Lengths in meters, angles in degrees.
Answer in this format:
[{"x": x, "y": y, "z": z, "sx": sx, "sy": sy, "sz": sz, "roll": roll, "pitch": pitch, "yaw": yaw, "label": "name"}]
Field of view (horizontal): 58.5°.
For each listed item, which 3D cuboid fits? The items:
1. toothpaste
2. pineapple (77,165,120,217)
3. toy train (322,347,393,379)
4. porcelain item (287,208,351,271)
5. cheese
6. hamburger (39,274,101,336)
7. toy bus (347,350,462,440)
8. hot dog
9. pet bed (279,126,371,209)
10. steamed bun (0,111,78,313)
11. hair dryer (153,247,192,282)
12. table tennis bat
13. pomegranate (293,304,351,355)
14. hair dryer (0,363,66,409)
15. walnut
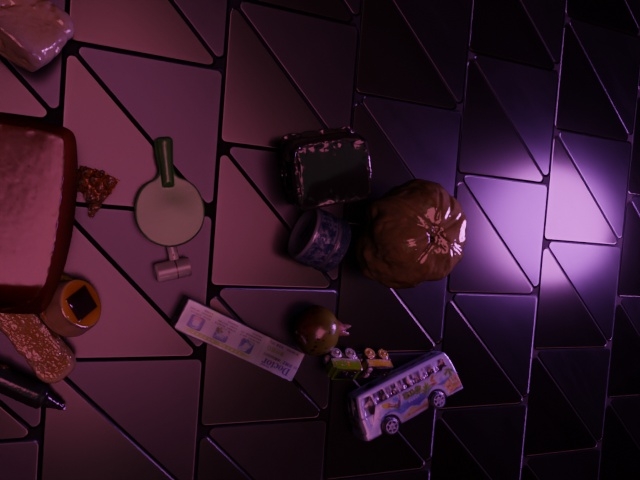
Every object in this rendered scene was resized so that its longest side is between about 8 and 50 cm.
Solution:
[{"x": -0.201, "y": 0.245, "z": 1.416, "sx": 0.336, "sy": 0.067, "sz": 0.081, "roll": 30, "pitch": 82, "yaw": -23, "label": "toothpaste"}, {"x": -0.497, "y": -0.107, "z": 1.275, "sx": 0.114, "sy": 0.077, "sz": 0.114, "roll": 19, "pitch": 98, "yaw": 11, "label": "pineapple"}, {"x": 0.104, "y": 0.334, "z": 1.538, "sx": 0.202, "sy": 0.081, "sz": 0.060, "roll": 6, "pitch": 130, "yaw": -24, "label": "toy train"}, {"x": 0.000, "y": 0.000, "z": 1.441, "sx": 0.114, "sy": 0.147, "sz": 0.147, "roll": 25, "pitch": 84, "yaw": -25, "label": "porcelain item"}, {"x": -0.645, "y": -0.461, "z": 1.142, "sx": 0.263, "sy": 0.093, "sz": 0.159, "roll": 38, "pitch": 47, "yaw": -23, "label": "cheese"}, {"x": -0.546, "y": 0.141, "z": 1.236, "sx": 0.081, "sy": 0.126, "sz": 0.141, "roll": -18, "pitch": 124, "yaw": 20, "label": "hamburger"}, {"x": 0.229, "y": 0.430, "z": 1.595, "sx": 0.329, "sy": 0.109, "sz": 0.136, "roll": -22, "pitch": 92, "yaw": -20, "label": "toy bus"}, {"x": -0.622, "y": 0.197, "z": 1.229, "sx": 0.084, "sy": 0.073, "sz": 0.242, "roll": -36, "pitch": 107, "yaw": -14, "label": "hot dog"}, {"x": 0.004, "y": -0.185, "z": 1.431, "sx": 0.210, "sy": 0.159, "sz": 0.183, "roll": -13, "pitch": 110, "yaw": -17, "label": "pet bed"}, {"x": -0.610, "y": -0.051, "z": 1.121, "sx": 0.235, "sy": 0.248, "sz": 0.379, "roll": 8, "pitch": 86, "yaw": -21, "label": "steamed bun"}, {"x": -0.357, "y": 0.025, "z": 1.348, "sx": 0.082, "sy": 0.047, "sz": 0.137, "roll": -11, "pitch": 93, "yaw": -21, "label": "hair dryer"}, {"x": -0.353, "y": -0.113, "z": 1.328, "sx": 0.160, "sy": 0.039, "sz": 0.257, "roll": -6, "pitch": 91, "yaw": -21, "label": "table tennis bat"}, {"x": 0.001, "y": 0.222, "z": 1.476, "sx": 0.159, "sy": 0.129, "sz": 0.129, "roll": -32, "pitch": 107, "yaw": -44, "label": "pomegranate"}, {"x": -0.684, "y": 0.264, "z": 1.204, "sx": 0.352, "sy": 0.107, "sz": 0.189, "roll": 37, "pitch": 82, "yaw": -29, "label": "hair dryer"}, {"x": 0.231, "y": -0.012, "z": 1.469, "sx": 0.253, "sy": 0.277, "sz": 0.282, "roll": 10, "pitch": 78, "yaw": -16, "label": "walnut"}]
